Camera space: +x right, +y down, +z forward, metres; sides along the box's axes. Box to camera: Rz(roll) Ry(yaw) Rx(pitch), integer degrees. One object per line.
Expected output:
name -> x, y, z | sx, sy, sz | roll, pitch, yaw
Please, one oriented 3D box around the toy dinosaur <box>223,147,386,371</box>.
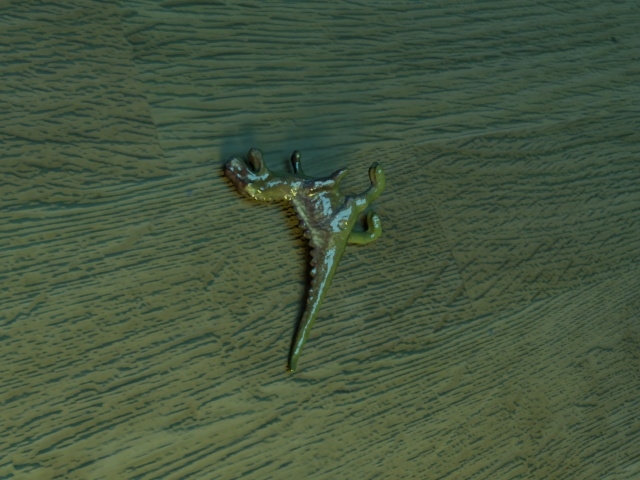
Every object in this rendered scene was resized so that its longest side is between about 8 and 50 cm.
toy dinosaur -> -0.002, 0.000, 1.183 | 0.200, 0.072, 0.251 | -20, 95, -28
